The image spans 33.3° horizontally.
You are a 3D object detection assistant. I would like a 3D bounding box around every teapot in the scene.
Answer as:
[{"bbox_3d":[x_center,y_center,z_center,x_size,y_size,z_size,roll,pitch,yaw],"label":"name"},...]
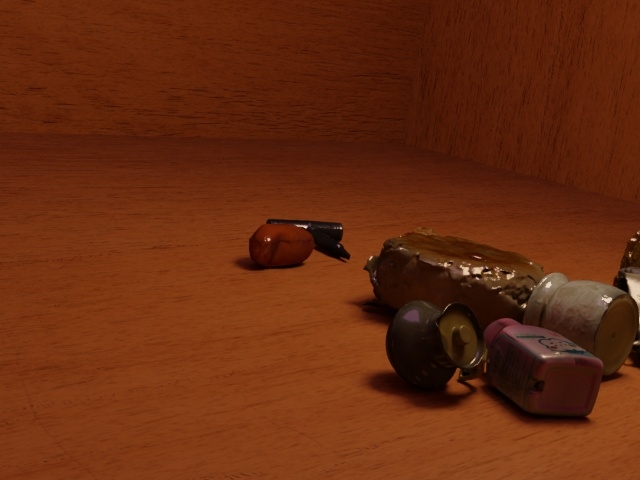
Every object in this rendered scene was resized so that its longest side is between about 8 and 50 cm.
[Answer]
[{"bbox_3d":[0.175,0.153,1.530,0.166,0.130,0.119,34,-35,-30],"label":"teapot"}]

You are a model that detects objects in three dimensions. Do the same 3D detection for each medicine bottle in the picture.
[{"bbox_3d":[0.420,0.135,1.737,0.147,0.147,0.143,-3,14,-44],"label":"medicine bottle"},{"bbox_3d":[0.309,0.180,1.562,0.119,0.094,0.188,6,13,-22],"label":"medicine bottle"}]

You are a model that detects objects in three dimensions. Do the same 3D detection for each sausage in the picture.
[{"bbox_3d":[-0.080,0.009,2.097,0.089,0.089,0.179,17,9,32],"label":"sausage"}]

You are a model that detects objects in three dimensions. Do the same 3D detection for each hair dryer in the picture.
[{"bbox_3d":[-0.012,0.001,2.289,0.173,0.050,0.195,1,17,-20],"label":"hair dryer"}]

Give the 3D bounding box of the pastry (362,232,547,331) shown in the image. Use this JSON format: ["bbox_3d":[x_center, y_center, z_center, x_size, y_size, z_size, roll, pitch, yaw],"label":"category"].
[{"bbox_3d":[0.253,0.078,1.894,0.330,0.136,0.329,10,11,-2],"label":"pastry"}]

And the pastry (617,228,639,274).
[{"bbox_3d":[0.694,0.066,2.157,0.189,0.188,0.103,4,11,-23],"label":"pastry"}]

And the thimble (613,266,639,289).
[{"bbox_3d":[0.618,0.117,2.010,0.118,0.127,0.151,9,11,-5],"label":"thimble"}]

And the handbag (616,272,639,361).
[{"bbox_3d":[0.616,0.143,1.836,0.315,0.109,0.241,7,39,-7],"label":"handbag"}]

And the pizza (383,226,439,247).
[{"bbox_3d":[0.277,0.032,2.295,0.251,0.074,0.288,15,15,13],"label":"pizza"}]
